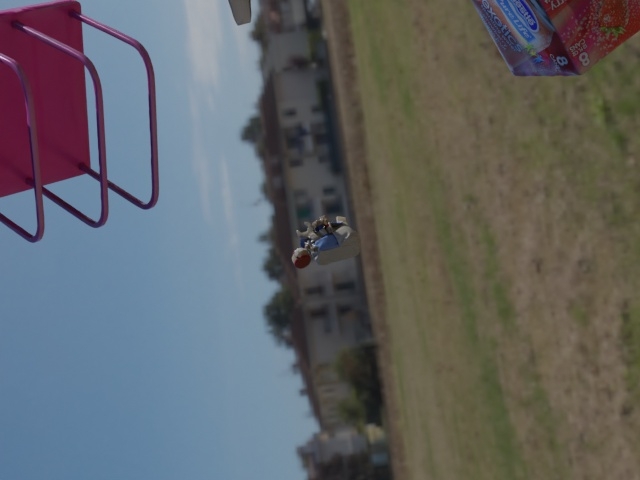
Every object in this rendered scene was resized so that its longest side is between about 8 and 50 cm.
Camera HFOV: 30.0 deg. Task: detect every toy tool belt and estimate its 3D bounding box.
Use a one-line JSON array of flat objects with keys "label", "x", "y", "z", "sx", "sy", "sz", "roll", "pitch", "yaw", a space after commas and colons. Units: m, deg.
[{"label": "toy tool belt", "x": 0.000, "y": 0.000, "z": 1.309, "sx": 0.052, "sy": 0.083, "sz": 0.051, "roll": 99, "pitch": 148, "yaw": -47}]

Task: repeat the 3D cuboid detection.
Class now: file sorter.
[{"label": "file sorter", "x": -0.324, "y": -0.100, "z": 1.190, "sx": 0.182, "sy": 0.291, "sz": 0.202, "roll": 30, "pitch": 128, "yaw": 42}]

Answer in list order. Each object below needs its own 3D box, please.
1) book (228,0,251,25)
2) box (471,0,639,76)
[{"label": "book", "x": -0.121, "y": -0.356, "z": 1.517, "sx": 0.096, "sy": 0.035, "sz": 0.144, "roll": 84, "pitch": 169, "yaw": -57}, {"label": "box", "x": 0.269, "y": -0.270, "z": 1.090, "sx": 0.128, "sy": 0.257, "sz": 0.123, "roll": 58, "pitch": 167, "yaw": -18}]
